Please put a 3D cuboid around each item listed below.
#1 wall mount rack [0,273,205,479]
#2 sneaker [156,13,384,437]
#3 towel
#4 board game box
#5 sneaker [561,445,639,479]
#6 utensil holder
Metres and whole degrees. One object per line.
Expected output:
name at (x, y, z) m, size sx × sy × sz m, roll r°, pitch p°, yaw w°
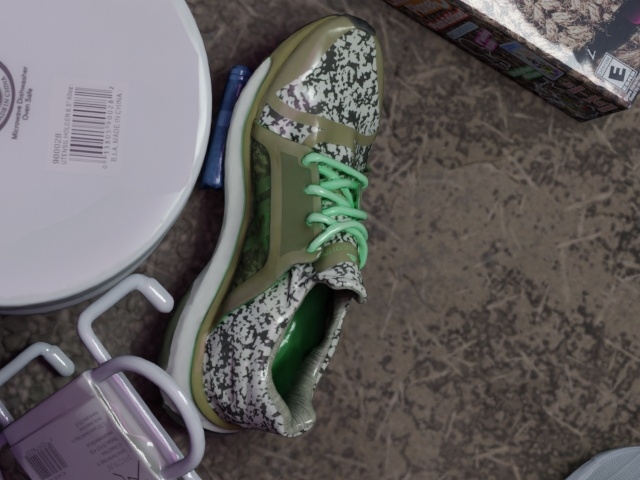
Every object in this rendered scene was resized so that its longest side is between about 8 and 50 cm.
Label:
wall mount rack at (-0.141, 0.198, 1.436) m, size 0.130 × 0.350 × 0.304 m, roll -39°, pitch 94°, yaw -40°
sneaker at (0.000, 0.000, 1.474) m, size 0.158 × 0.182 × 0.410 m, roll 16°, pitch 91°, yaw -41°
towel at (-0.086, -0.104, 1.539) m, size 0.029 × 0.067 × 0.119 m, roll 15°, pitch 86°, yaw -6°
board game box at (0.207, -0.288, 1.550) m, size 0.291 × 0.141 × 0.232 m, roll 30°, pitch 85°, yaw -7°
sneaker at (0.237, 0.270, 1.573) m, size 0.258 × 0.091 × 0.094 m, roll -21°, pitch 87°, yaw -29°
utensil holder at (-0.258, -0.098, 1.354) m, size 0.328 × 0.385 × 0.327 m, roll 0°, pitch 89°, yaw -8°
